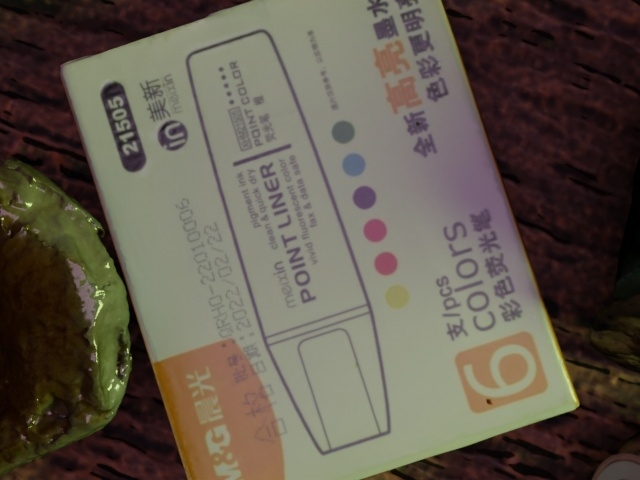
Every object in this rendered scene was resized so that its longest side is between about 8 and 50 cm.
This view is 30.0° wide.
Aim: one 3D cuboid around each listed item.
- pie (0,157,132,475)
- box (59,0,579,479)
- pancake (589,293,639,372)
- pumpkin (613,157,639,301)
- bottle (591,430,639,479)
[{"bbox_3d":[-0.193,0.043,0.663,0.195,0.046,0.195,3,97,25],"label":"pie"},{"bbox_3d":[0.000,0.000,0.673,0.220,0.091,0.274,-20,88,1],"label":"box"},{"bbox_3d":[0.234,0.063,0.622,0.199,0.199,0.021,15,75,1],"label":"pancake"},{"bbox_3d":[0.308,-0.042,0.589,0.292,0.263,0.197,9,79,9],"label":"pumpkin"},{"bbox_3d":[0.211,0.206,0.643,0.147,0.147,0.237,-1,81,1],"label":"bottle"}]
